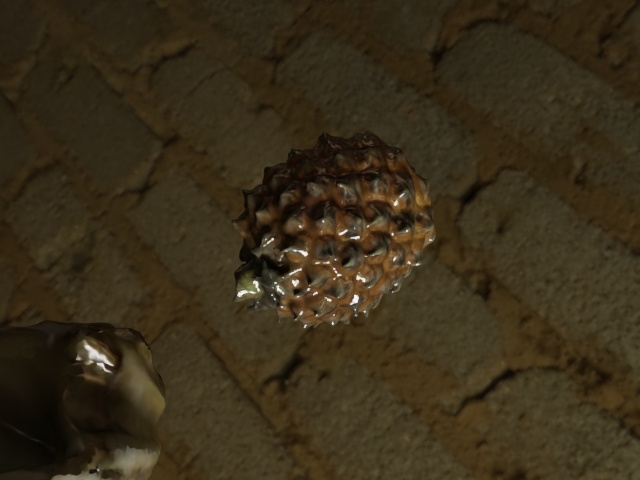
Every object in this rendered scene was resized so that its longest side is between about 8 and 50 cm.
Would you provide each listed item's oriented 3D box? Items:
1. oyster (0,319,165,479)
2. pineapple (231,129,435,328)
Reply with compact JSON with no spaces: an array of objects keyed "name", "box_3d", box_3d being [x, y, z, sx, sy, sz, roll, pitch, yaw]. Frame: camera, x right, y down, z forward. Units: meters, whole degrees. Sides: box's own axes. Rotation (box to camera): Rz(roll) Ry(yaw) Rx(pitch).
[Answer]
[{"name":"oyster","box_3d":[-0.192,0.088,0.267,0.133,0.337,0.197,50,140,39]},{"name":"pineapple","box_3d":[0.000,0.000,0.851,0.166,0.193,0.166,41,150,31]}]
